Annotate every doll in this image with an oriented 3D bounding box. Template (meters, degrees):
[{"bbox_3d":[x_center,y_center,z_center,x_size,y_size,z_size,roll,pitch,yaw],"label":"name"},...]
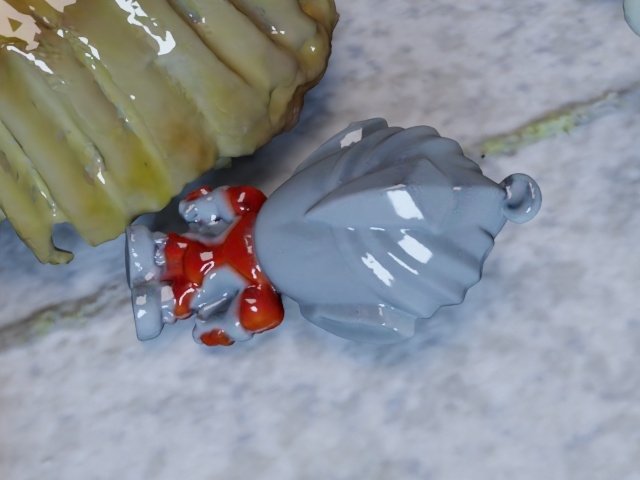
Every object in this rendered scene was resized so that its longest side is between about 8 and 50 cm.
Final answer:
[{"bbox_3d":[0.000,0.000,0.443,0.180,0.079,0.094,-13,70,17],"label":"doll"}]

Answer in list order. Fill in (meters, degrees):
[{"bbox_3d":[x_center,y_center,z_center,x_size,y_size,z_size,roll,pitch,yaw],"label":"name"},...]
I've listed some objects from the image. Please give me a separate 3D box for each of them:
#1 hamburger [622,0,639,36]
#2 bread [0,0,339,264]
[{"bbox_3d":[0.226,-0.123,0.404,0.237,0.237,0.147,-32,67,-15],"label":"hamburger"},{"bbox_3d":[-0.130,-0.119,0.524,0.274,0.149,0.274,-5,56,8],"label":"bread"}]
